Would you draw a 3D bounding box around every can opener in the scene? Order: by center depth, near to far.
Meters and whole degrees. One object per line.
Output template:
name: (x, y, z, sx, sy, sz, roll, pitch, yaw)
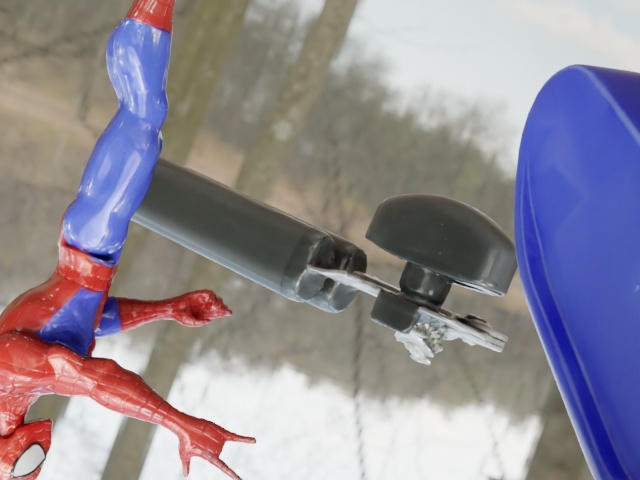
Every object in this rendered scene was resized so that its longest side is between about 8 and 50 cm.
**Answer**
can opener: (0.000, 0.000, 1.112, 0.280, 0.093, 0.074, 20, 177, 34)

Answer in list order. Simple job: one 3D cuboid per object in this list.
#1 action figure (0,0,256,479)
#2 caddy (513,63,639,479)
action figure: (-0.068, -0.001, 0.865, 0.139, 0.280, 0.091, 25, 178, -9)
caddy: (0.212, -0.009, 0.714, 0.179, 0.241, 0.341, 12, -147, -18)
